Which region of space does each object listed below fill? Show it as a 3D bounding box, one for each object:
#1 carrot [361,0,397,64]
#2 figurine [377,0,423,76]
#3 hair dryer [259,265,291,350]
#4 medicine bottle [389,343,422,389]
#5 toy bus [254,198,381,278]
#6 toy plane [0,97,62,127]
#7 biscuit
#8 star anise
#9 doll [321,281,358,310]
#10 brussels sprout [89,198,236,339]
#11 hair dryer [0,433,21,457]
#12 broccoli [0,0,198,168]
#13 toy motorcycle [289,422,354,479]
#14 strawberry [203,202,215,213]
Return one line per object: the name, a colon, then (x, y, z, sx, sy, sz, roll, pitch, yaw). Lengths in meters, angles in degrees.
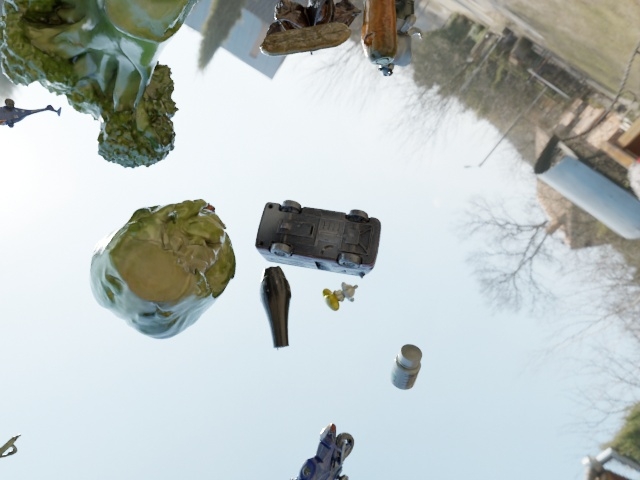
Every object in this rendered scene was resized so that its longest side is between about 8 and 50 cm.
carrot: (0.134, -0.503, 1.137, 0.087, 0.193, 0.087, -3, -178, 0)
figurine: (0.189, -0.515, 1.267, 0.147, 0.192, 0.126, 32, -151, 34)
hair dryer: (-0.113, 0.209, 1.488, 0.271, 0.091, 0.235, 66, -165, -75)
medicine bottle: (0.255, 0.374, 1.480, 0.080, 0.130, 0.080, 5, -143, -4)
toy bus: (0.000, 0.000, 0.751, 0.178, 0.098, 0.087, 9, -111, 9)
toy plane: (-0.695, -0.294, 1.165, 0.167, 0.054, 0.062, -27, -102, -40)
biscuit: (-0.024, -0.316, 0.783, 0.147, 0.018, 0.071, -5, -134, 9)
star anise: (-0.031, -0.564, 1.271, 0.220, 0.214, 0.099, -4, -113, -32)
doll: (0.064, 0.164, 1.513, 0.113, 0.135, 0.071, -15, -121, -20)
brussels sprout: (-0.352, 0.071, 1.134, 0.276, 0.315, 0.371, 60, -176, 0)
hair dryer: (-0.612, 0.382, 0.810, 0.167, 0.199, 0.067, 27, 177, -16)
broccoli: (-0.256, -0.202, 0.563, 0.186, 0.254, 0.302, -16, -137, -21)
toy motorcycle: (-0.005, 0.483, 1.034, 0.076, 0.205, 0.114, 22, 163, 44)
strawberry: (-0.364, -0.018, 1.465, 0.085, 0.192, 0.140, 22, -126, 19)
